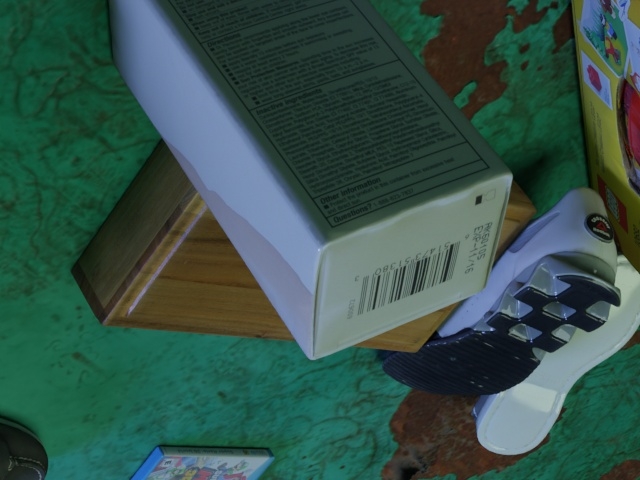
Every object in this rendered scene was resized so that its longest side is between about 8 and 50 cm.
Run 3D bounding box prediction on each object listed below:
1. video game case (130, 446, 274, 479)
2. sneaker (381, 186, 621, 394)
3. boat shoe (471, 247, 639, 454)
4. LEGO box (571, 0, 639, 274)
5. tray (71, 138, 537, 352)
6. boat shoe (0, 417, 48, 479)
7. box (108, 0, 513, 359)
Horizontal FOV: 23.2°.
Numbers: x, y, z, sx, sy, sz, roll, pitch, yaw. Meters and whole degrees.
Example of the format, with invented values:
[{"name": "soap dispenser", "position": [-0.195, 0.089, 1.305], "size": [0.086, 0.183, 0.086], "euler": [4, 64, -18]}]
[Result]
[{"name": "video game case", "position": [-0.141, 0.266, 1.674], "size": [0.166, 0.015, 0.119], "euler": [10, 127, -47]}, {"name": "sneaker", "position": [0.189, 0.055, 1.609], "size": [0.122, 0.146, 0.330], "euler": [27, 141, -25]}, {"name": "boat shoe", "position": [0.266, 0.110, 1.764], "size": [0.109, 0.091, 0.305], "euler": [22, 122, -16]}, {"name": "LEGO box", "position": [0.443, -0.182, 1.454], "size": [0.372, 0.193, 0.500], "euler": [-30, 147, -7]}, {"name": "tray", "position": [0.000, 0.000, 1.410], "size": [0.411, 0.076, 0.203], "euler": [10, 127, -46]}, {"name": "boat shoe", "position": [-0.353, 0.205, 1.339], "size": [0.112, 0.095, 0.335], "euler": [-45, 145, 15]}, {"name": "box", "position": [-0.018, -0.087, 1.065], "size": [0.148, 0.311, 0.121], "euler": [-20, 144, -20]}]
